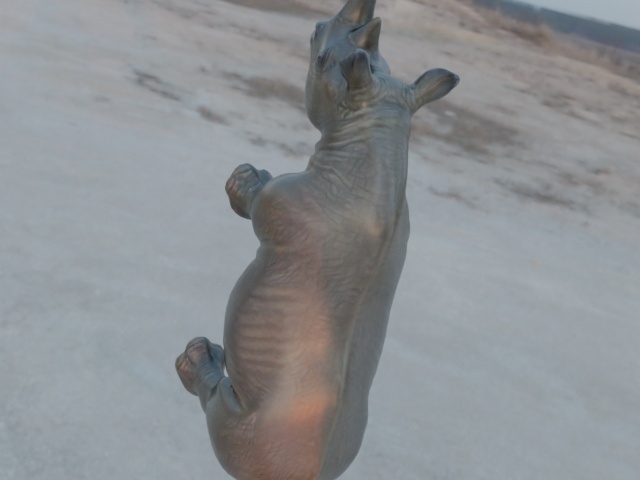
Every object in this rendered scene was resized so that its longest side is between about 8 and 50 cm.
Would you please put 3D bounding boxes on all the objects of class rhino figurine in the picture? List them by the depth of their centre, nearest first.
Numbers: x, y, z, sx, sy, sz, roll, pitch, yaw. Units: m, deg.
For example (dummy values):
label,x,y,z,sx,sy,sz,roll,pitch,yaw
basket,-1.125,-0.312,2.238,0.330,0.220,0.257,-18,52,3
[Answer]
label,x,y,z,sx,sy,sz,roll,pitch,yaw
rhino figurine,0.000,0.000,0.439,0.073,0.243,0.106,11,9,-25
